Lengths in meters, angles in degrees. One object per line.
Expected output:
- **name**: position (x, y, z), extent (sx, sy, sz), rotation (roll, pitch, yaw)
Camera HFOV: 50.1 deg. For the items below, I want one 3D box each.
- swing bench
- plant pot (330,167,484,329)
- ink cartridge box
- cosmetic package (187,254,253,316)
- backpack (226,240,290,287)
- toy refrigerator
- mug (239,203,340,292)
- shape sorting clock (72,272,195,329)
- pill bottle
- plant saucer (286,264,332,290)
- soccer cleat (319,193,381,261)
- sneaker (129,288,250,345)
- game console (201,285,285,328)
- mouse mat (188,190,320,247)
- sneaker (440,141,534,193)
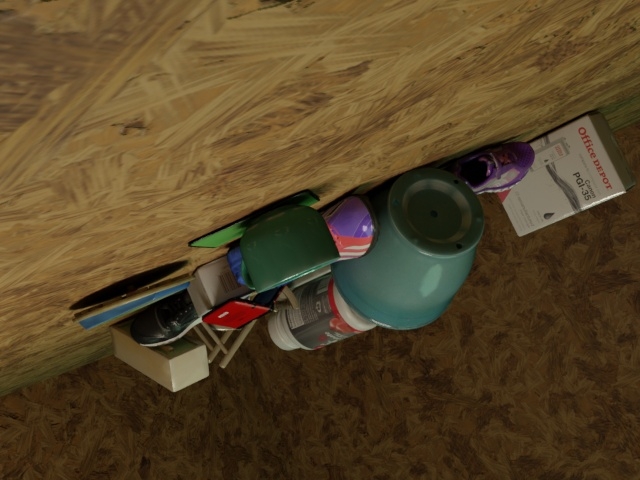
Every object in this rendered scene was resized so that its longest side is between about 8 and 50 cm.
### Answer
- **swing bench**: position (-0.218, 0.183, 1.763), extent (0.255, 0.165, 0.253), rotation (-38, -177, -18)
- **plant pot**: position (0.181, 0.002, 1.308), extent (0.272, 0.271, 0.255), rotation (-22, 162, -23)
- **ink cartridge box**: position (0.583, -0.161, 1.678), extent (0.283, 0.207, 0.117), rotation (-28, 176, 37)
- **cosmetic package**: position (-0.198, 0.089, 1.393), extent (0.118, 0.085, 0.231), rotation (-22, 177, -21)
- **backpack**: position (-0.094, 0.034, 1.171), extent (0.120, 0.101, 0.098), rotation (-19, 168, -13)
- **toy refrigerator**: position (-0.392, 0.261, 1.652), extent (0.102, 0.094, 0.270), rotation (-20, -155, -41)
- **mug**: position (-0.061, 0.011, 0.978), extent (0.158, 0.097, 0.129), rotation (-23, 176, 9)
- **shape sorting clock**: position (-0.306, 0.093, 1.127), extent (0.206, 0.040, 0.206), rotation (-24, 180, 0)
- **pill bottle**: position (0.003, 0.203, 1.903), extent (0.319, 0.176, 0.176), rotation (-27, 175, 39)
- **plant saucer**: position (0.059, 0.024, 1.852), extent (0.401, 0.100, 0.400), rotation (-24, 175, -2)
- **soccer cleat**: position (0.000, 0.000, 1.251), extent (0.117, 0.108, 0.318), rotation (-17, 176, -26)
- **sneaker**: position (-0.301, 0.140, 1.551), extent (0.284, 0.107, 0.124), rotation (-23, 156, -13)
- **game console**: position (-0.141, 0.109, 1.301), extent (0.124, 0.085, 0.144), rotation (15, 151, -29)
- **mouse mat**: position (-0.094, -0.029, 1.018), extent (0.190, 0.007, 0.152), rotation (-23, 176, 5)
- **sneaker**: position (0.345, -0.147, 1.396), extent (0.237, 0.095, 0.104), rotation (-21, 168, -16)
